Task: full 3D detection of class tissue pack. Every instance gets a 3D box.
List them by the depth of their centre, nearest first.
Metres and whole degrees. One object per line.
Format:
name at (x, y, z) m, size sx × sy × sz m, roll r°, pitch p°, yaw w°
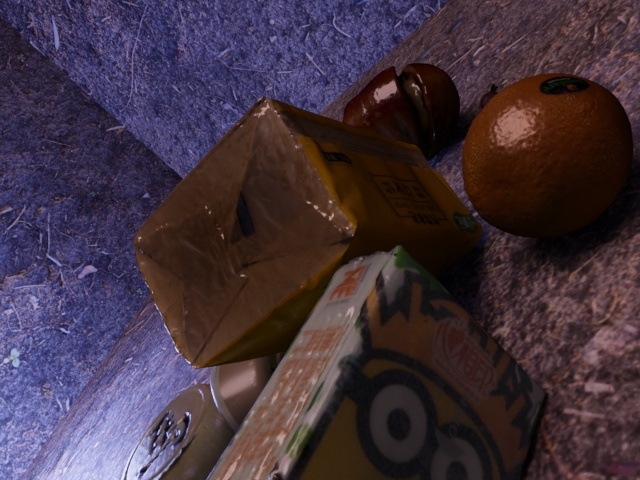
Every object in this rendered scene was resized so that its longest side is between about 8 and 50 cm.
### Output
tissue pack at (0.050, 0.193, 0.537) m, size 0.128 × 0.228 × 0.311 m, roll -22°, pitch 30°, yaw 53°
tissue pack at (0.000, 0.000, 0.844) m, size 0.293 × 0.228 × 0.381 m, roll -40°, pitch -22°, yaw 26°

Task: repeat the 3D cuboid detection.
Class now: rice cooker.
rice cooker at (-0.094, 0.224, 0.984) m, size 0.127 × 0.145 × 0.206 m, roll -29°, pitch 18°, yaw 15°

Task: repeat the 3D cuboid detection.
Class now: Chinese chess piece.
Chinese chess piece at (-0.233, 0.366, 1.076) m, size 0.250 × 0.101 × 0.250 m, roll -42°, pitch 18°, yaw 17°

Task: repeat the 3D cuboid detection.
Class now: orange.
orange at (0.268, -0.102, 0.743) m, size 0.206 × 0.206 × 0.206 m, roll -42°, pitch 17°, yaw 16°

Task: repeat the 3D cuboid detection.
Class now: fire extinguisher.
fire extinguisher at (0.328, -0.245, 1.176) m, size 0.157 × 0.045 × 0.078 m, roll -94°, pitch 27°, yaw -66°

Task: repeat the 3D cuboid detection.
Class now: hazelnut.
hazelnut at (0.172, -0.250, 1.315) m, size 0.251 × 0.217 × 0.217 m, roll -21°, pitch 22°, yaw 9°
